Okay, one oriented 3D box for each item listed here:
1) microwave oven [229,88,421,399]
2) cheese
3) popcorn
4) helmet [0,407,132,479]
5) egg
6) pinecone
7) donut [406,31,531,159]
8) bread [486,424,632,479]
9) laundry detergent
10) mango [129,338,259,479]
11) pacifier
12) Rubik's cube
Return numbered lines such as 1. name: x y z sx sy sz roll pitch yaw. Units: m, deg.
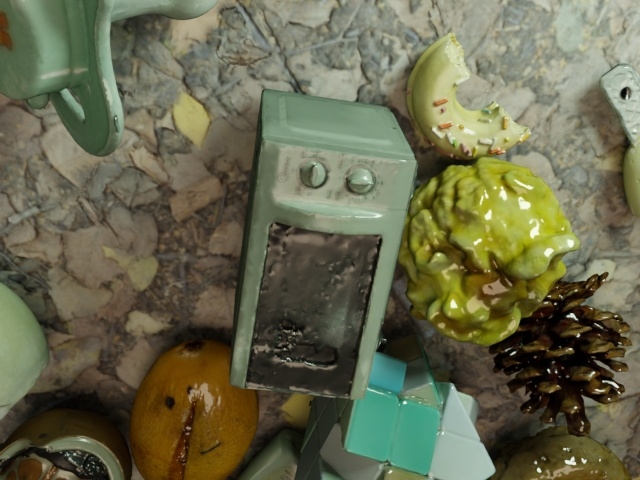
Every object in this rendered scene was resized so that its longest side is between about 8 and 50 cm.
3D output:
1. microwave oven: 0.000 0.000 0.946 0.181 0.237 0.295 7 114 -6
2. cheese: 0.417 -0.120 1.007 0.127 0.050 0.235 -31 115 14
3. popcorn: 0.192 0.019 0.967 0.181 0.217 0.235 15 110 -44
4. helmet: -0.364 0.322 1.153 0.224 0.130 0.198 -38 108 26
5. egg: -0.461 0.128 1.024 0.183 0.183 0.217 -41 105 16
6. pinecone: 0.321 0.150 1.074 0.185 0.169 0.212 -20 103 23
7. donut: 0.165 -0.154 0.971 0.108 0.065 0.166 -38 112 16
8. bread: 0.354 0.379 1.214 0.229 0.123 0.230 1 113 2
9. laundry detergent: -0.056 0.443 1.210 0.214 0.105 0.281 32 100 -7
10. mango: -0.181 0.270 1.138 0.177 0.120 0.295 11 116 -5
11. pacifier: -0.228 -0.267 0.839 0.269 0.288 0.343 -22 145 -32
12. Rubik's cube: 0.102 0.261 1.092 0.212 0.224 0.265 19 70 -13
